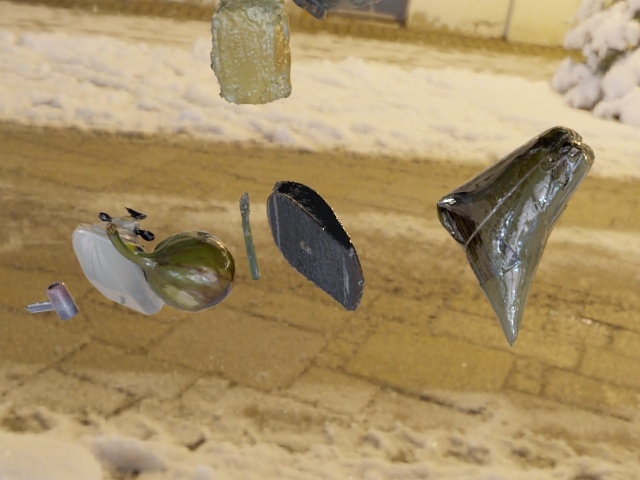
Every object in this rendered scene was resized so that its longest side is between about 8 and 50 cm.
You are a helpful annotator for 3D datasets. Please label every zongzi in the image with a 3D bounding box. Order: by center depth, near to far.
[{"bbox_3d":[0.369,-0.012,1.536,0.145,0.273,0.300,12,51,-51],"label":"zongzi"}]

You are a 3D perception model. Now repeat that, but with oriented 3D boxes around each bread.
[{"bbox_3d":[-0.149,-0.410,1.964,0.173,0.246,0.121,1,22,12],"label":"bread"}]

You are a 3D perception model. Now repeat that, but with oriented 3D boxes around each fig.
[{"bbox_3d":[-0.248,0.034,1.445,0.245,0.149,0.149,22,9,-40],"label":"fig"}]

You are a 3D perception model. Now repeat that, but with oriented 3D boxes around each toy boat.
[{"bbox_3d":[-0.338,0.031,1.574,0.140,0.269,0.141,1,55,-1],"label":"toy boat"}]

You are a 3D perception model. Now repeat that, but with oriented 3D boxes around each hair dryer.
[{"bbox_3d":[-0.492,0.112,1.634,0.114,0.063,0.037,-9,27,28],"label":"hair dryer"}]

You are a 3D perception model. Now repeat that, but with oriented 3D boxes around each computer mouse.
[{"bbox_3d":[0.004,-0.003,1.670,0.087,0.168,0.295,-26,46,-26],"label":"computer mouse"}]

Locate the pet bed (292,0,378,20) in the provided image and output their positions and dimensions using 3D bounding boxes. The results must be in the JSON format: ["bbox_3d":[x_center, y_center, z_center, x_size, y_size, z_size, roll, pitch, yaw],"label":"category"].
[{"bbox_3d":[-0.012,-0.390,1.142,0.159,0.183,0.211,-4,-7,22],"label":"pet bed"}]

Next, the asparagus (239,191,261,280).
[{"bbox_3d":[-0.084,-0.005,1.083,0.015,0.114,0.014,-4,25,9],"label":"asparagus"}]
